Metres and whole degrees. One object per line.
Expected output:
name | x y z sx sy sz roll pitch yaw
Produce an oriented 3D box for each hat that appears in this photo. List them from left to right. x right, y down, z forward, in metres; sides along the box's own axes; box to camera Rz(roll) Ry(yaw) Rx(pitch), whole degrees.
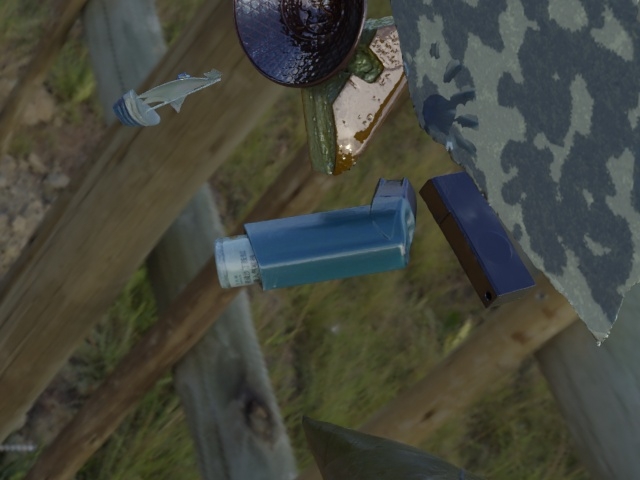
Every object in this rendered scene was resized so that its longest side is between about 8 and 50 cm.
hat | -0.006 -0.274 1.360 0.082 0.193 0.193 -9 64 -54

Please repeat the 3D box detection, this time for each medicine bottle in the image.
medicine bottle | 0.000 0.000 1.424 0.258 0.079 0.124 -10 39 -1

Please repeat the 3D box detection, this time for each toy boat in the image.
toy boat | -0.206 -0.185 1.514 0.105 0.149 0.034 4 67 -57

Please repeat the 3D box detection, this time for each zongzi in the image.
zongzi | 0.059 0.303 1.294 0.360 0.160 0.323 31 10 24

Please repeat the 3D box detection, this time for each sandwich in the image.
sandwich | 0.048 -0.193 1.369 0.088 0.244 0.090 35 0 -28

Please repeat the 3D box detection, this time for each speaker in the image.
speaker | 0.237 -0.004 1.770 0.082 0.044 0.218 -11 63 -32

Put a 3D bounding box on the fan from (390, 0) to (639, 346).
fan | 0.071 -0.077 0.448 0.009 0.131 0.240 -12 70 -30
